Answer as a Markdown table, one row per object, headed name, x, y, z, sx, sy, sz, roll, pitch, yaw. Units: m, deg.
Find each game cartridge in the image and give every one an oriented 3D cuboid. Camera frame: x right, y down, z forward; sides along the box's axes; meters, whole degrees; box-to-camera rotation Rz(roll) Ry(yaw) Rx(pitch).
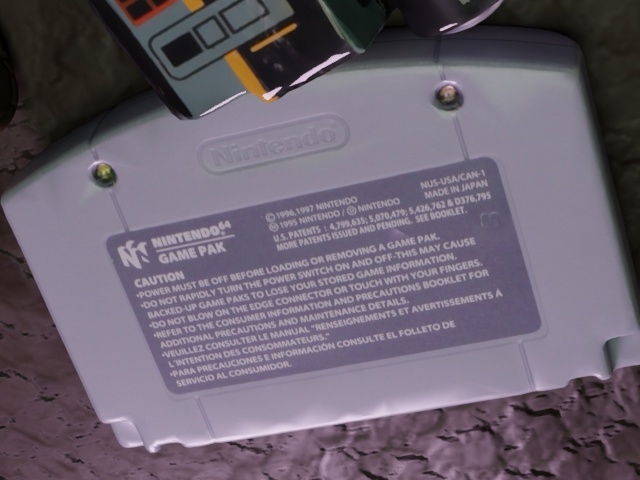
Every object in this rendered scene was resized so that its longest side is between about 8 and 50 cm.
| name | x | y | z | sx | sy | sz | roll | pitch | yaw |
| --- | --- | --- | --- | --- | --- | --- | --- | --- | --- |
| game cartridge | 0.000 | 0.000 | 0.675 | 0.294 | 0.060 | 0.196 | -11 | 120 | 16 |

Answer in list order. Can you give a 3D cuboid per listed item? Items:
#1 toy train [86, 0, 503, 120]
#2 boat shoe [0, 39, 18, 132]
| name | x | y | z | sx | sy | sz | roll | pitch | yaw |
| --- | --- | --- | --- | --- | --- | --- | --- | --- | --- |
| toy train | -0.061 | -0.203 | 0.529 | 0.190 | 0.142 | 0.334 | -25 | 112 | 33 |
| boat shoe | -0.215 | -0.128 | 0.638 | 0.072 | 0.068 | 0.190 | -4 | 119 | 26 |
